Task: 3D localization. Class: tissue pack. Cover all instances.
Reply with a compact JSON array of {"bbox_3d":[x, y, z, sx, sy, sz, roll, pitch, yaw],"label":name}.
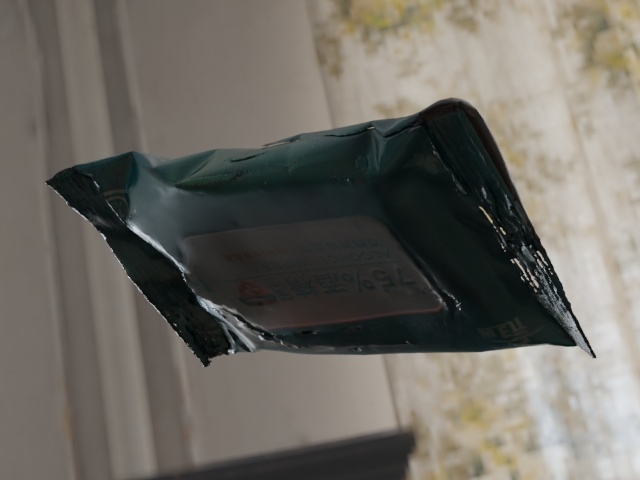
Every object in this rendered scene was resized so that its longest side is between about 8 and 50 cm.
[{"bbox_3d":[0.000,0.000,0.524,0.138,0.028,0.085,-2,-45,40],"label":"tissue pack"}]
